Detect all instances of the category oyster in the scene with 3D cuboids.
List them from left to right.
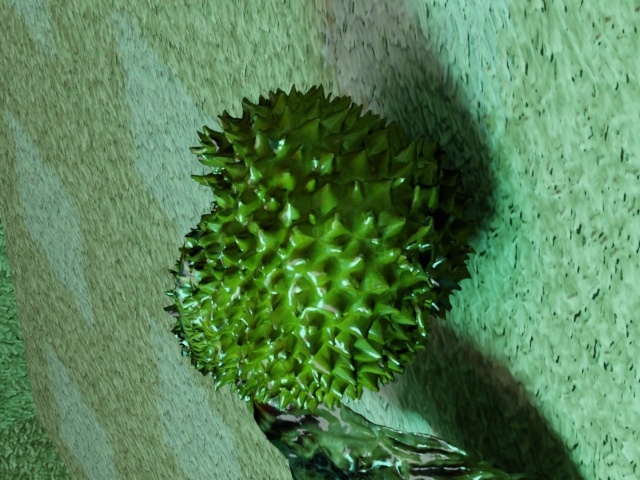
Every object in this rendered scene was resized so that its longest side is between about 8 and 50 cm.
[{"bbox_3d":[0.072,0.198,1.532,0.361,0.221,0.096,20,88,36],"label":"oyster"}]

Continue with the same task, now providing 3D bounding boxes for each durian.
[{"bbox_3d":[0.000,0.011,1.419,0.293,0.258,0.258,75,171,-82],"label":"durian"}]
